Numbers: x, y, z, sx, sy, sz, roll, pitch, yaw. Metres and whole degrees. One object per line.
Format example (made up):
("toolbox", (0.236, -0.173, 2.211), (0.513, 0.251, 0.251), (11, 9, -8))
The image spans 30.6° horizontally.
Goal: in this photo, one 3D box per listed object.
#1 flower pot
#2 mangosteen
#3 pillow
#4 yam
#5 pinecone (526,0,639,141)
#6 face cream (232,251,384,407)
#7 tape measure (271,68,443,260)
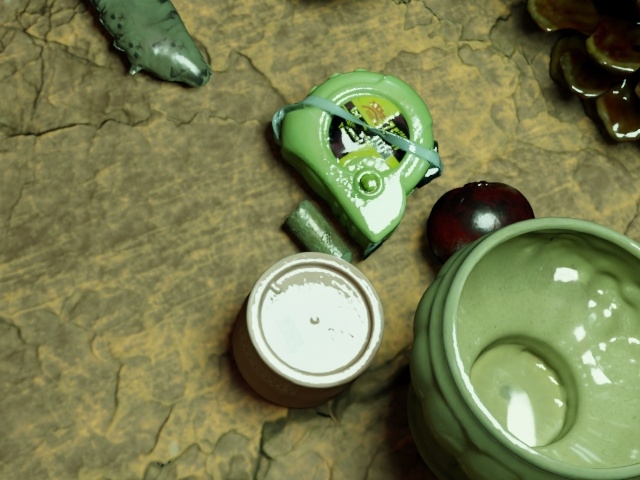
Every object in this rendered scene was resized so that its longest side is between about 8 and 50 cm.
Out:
("flower pot", (0.224, 0.143, 1.218), (0.308, 0.244, 0.307), (6, 63, -13))
("mangosteen", (0.187, 0.000, 1.342), (0.140, 0.140, 0.140), (4, 69, -12))
("pillow", (-0.222, -0.269, 1.375), (0.093, 0.051, 0.241), (-31, 82, -22))
("yam", (0.000, 0.000, 1.331), (0.043, 0.043, 0.094), (-37, 81, -23))
("pinecone", (0.443, -0.303, 1.397), (0.398, 0.397, 0.397), (4, 69, -12))
("face cream", (-0.015, 0.098, 1.258), (0.149, 0.104, 0.149), (5, 69, -12))
("tape measure", (0.048, -0.106, 1.351), (0.175, 0.106, 0.200), (-41, 81, -9))
